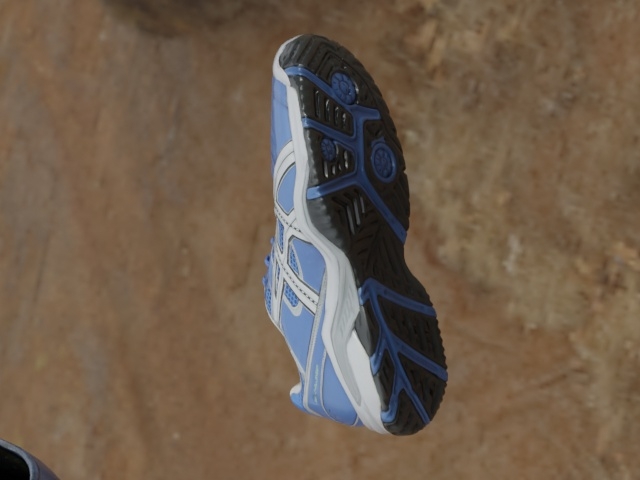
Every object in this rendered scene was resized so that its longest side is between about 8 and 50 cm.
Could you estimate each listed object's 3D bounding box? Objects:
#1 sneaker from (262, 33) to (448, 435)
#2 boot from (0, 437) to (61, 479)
[{"bbox_3d":[0.000,0.000,0.839,0.081,0.080,0.211,-6,96,41],"label":"sneaker"},{"bbox_3d":[-0.095,0.085,0.474,0.082,0.106,0.219,-40,28,-20],"label":"boot"}]
